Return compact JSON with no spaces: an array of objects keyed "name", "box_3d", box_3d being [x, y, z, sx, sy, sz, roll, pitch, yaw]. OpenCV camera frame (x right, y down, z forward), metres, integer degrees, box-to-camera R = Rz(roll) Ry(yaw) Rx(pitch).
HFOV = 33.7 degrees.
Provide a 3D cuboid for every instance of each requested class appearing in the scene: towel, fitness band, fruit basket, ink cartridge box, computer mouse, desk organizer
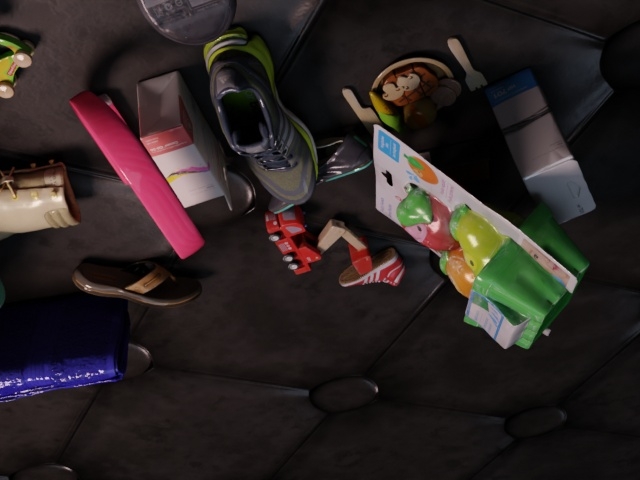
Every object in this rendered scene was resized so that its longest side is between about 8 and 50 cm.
[{"name":"towel","box_3d":[-0.471,0.184,1.764,0.308,0.227,0.076,-9,120,1]},{"name":"fitness band","box_3d":[-0.250,-0.094,1.476,0.054,0.209,0.291,-36,139,-7]},{"name":"fruit basket","box_3d":[0.209,0.006,1.564,0.353,0.165,0.327,33,165,13]},{"name":"ink cartridge box","box_3d":[-0.192,-0.130,1.515,0.067,0.115,0.198,-17,141,8]},{"name":"computer mouse","box_3d":[-0.181,-0.364,1.271,0.189,0.072,0.272,-14,129,9]},{"name":"desk organizer","box_3d":[0.199,-0.116,1.668,0.130,0.047,0.050,-12,144,4]},{"name":"ink cartridge box","box_3d":[0.322,-0.135,1.549,0.082,0.190,0.139,-23,139,13]}]

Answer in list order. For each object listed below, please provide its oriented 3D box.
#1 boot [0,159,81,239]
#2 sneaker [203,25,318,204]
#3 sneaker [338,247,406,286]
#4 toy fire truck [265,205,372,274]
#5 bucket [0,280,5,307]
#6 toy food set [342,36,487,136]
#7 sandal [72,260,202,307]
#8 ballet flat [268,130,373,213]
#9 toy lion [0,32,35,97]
[{"name":"boot","box_3d":[-0.475,-0.085,1.531,0.204,0.095,0.262,-11,143,3]},{"name":"sneaker","box_3d":[-0.087,-0.148,1.487,0.111,0.121,0.300,-15,133,17]},{"name":"sneaker","box_3d":[0.096,0.062,1.873,0.118,0.042,0.067,-27,135,18]},{"name":"toy fire truck","box_3d":[0.000,0.000,1.772,0.135,0.047,0.192,-18,140,11]},{"name":"bucket","box_3d":[-0.622,0.094,1.574,0.281,0.281,0.183,31,104,-39]},{"name":"toy food set","box_3d":[0.139,-0.212,1.540,0.192,0.038,0.132,-24,139,18]},{"name":"sandal","box_3d":[-0.304,0.062,1.779,0.219,0.090,0.060,13,115,-15]},{"name":"ballet flat","box_3d":[-0.014,-0.111,1.623,0.203,0.074,0.074,-26,139,30]},{"name":"toy lion","box_3d":[-0.442,-0.238,1.402,0.096,0.034,0.100,24,131,-25]}]
